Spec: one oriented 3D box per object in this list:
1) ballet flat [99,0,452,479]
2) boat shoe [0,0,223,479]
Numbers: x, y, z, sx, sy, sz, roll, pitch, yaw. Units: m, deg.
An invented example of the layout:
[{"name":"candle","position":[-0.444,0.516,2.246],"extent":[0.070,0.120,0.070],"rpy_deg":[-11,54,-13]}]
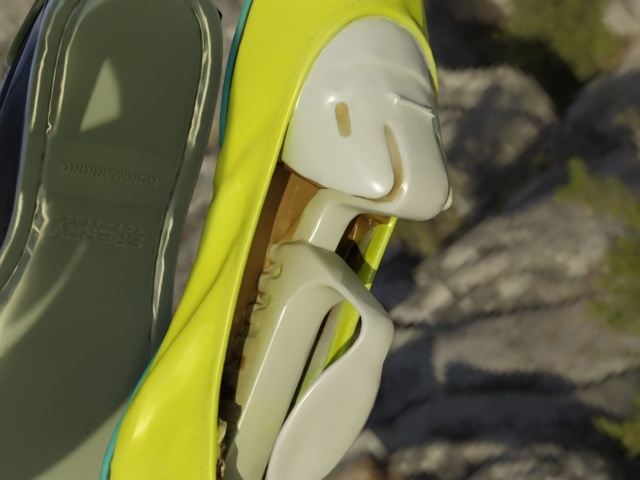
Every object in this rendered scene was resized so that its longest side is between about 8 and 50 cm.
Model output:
[{"name":"ballet flat","position":[0.000,0.000,0.625],"extent":[0.077,0.077,0.231],"rpy_deg":[19,90,48]},{"name":"boat shoe","position":[-0.088,0.009,0.678],"extent":[0.068,0.081,0.227],"rpy_deg":[-124,52,-69]}]
